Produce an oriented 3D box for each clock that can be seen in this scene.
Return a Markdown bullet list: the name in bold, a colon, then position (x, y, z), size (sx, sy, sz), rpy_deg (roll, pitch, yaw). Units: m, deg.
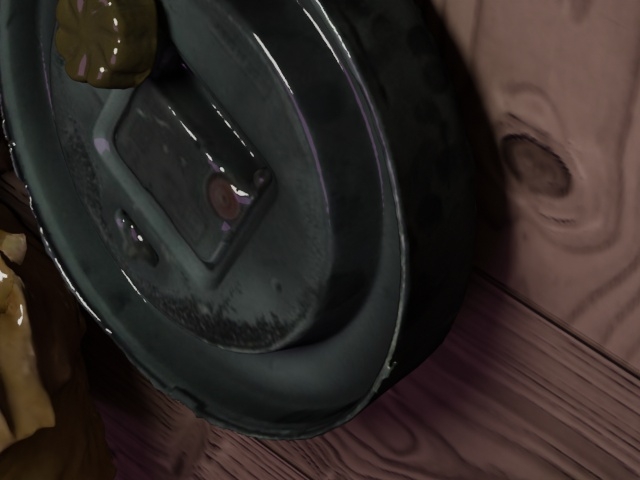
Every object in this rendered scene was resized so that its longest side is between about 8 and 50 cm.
- **clock**: position (-0.050, -0.049, 1.009), size (0.312, 0.061, 0.312), rpy_deg (28, 131, 37)

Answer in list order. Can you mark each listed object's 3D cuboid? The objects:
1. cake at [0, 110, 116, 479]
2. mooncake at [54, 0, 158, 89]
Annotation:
- **cake**: position (-0.304, 0.059, 1.218), size (0.332, 0.332, 0.321), rpy_deg (22, 134, 37)
- **mooncake**: position (-0.139, -0.241, 0.916), size (0.150, 0.057, 0.346), rpy_deg (-26, 97, 40)
